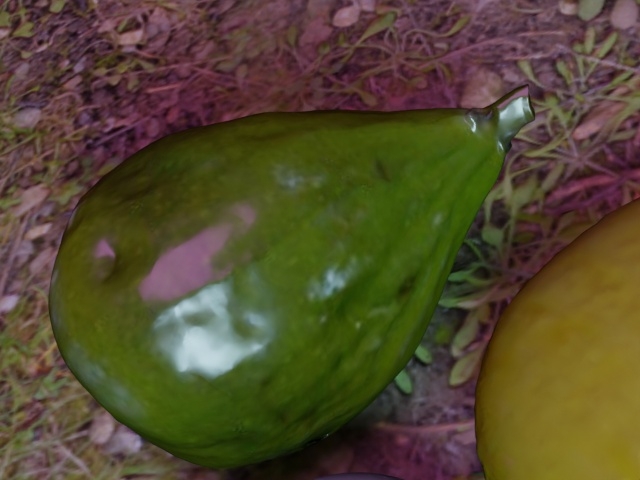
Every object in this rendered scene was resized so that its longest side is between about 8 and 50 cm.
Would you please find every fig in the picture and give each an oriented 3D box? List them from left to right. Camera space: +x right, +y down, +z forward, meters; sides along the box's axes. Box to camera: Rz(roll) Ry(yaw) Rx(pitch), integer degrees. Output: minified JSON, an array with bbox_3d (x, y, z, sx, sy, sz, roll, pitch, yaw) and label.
[{"bbox_3d":[-0.009,0.029,0.766,0.314,0.233,0.233,-6,55,9],"label":"fig"}]

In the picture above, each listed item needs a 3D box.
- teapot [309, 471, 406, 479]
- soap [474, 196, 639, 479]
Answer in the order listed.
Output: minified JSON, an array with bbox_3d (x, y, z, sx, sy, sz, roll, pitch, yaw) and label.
[{"bbox_3d":[0.016,0.225,0.669,0.294,0.129,0.193,20,68,34],"label":"teapot"},{"bbox_3d":[0.263,0.128,0.593,0.306,0.115,0.427,-38,48,3],"label":"soap"}]
